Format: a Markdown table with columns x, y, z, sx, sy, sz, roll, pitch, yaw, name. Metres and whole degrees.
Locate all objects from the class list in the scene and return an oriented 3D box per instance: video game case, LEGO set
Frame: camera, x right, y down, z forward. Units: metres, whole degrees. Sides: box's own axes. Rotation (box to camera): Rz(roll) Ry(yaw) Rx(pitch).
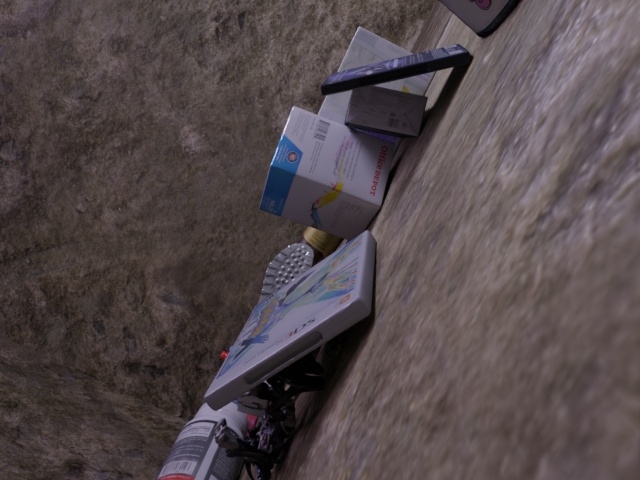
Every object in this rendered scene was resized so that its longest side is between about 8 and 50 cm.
| x | y | z | sx | sy | sz | roll | pitch | yaw | name |
| --- | --- | --- | --- | --- | --- | --- | --- | --- | --- |
| -0.035 | 0.120 | 0.884 | 0.299 | 0.036 | 0.329 | -35 | 10 | 16 | video game case |
| 0.147 | -0.343 | 1.011 | 0.196 | 0.274 | 0.026 | -70 | -33 | -63 | video game case |
| 0.021 | 0.175 | 0.860 | 0.083 | 0.023 | 0.054 | 120 | 175 | -63 | LEGO set |

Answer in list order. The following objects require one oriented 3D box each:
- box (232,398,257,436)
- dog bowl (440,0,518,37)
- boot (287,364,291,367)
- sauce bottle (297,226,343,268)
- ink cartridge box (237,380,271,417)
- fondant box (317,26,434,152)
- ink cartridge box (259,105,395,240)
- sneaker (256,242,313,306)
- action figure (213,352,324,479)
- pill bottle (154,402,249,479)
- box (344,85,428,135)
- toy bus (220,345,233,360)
| x | y | z | sx | sy | sz | roll | pitch | yaw | name |
| --- | --- | --- | --- | --- | --- | --- | --- | --- | --- |
| -0.303 | 0.615 | 1.839 | 0.300 | 0.142 | 0.154 | 121 | 174 | -63 | box |
| 0.301 | -0.550 | 0.800 | 0.408 | 0.150 | 0.408 | -155 | 90 | -88 | dog bowl |
| -0.094 | 0.338 | 1.455 | 0.118 | 0.042 | 0.087 | -36 | -34 | -86 | boot |
| 0.000 | 0.000 | 1.510 | 0.344 | 0.111 | 0.111 | -54 | 5 | 16 | sauce bottle |
| -0.174 | 0.395 | 1.461 | 0.219 | 0.092 | 0.160 | 103 | -177 | -54 | ink cartridge box |
| 0.138 | -0.375 | 1.406 | 0.096 | 0.238 | 0.331 | -80 | 16 | -76 | fondant box |
| 0.015 | -0.157 | 1.257 | 0.197 | 0.269 | 0.198 | 118 | 170 | -60 | ink cartridge box |
| -0.084 | 0.116 | 1.140 | 0.235 | 0.090 | 0.095 | -62 | -15 | -12 | sneaker |
| -0.101 | 0.299 | 0.875 | 0.276 | 0.140 | 0.164 | -61 | 10 | 23 | action figure |
| -0.330 | 0.638 | 1.444 | 0.210 | 0.210 | 0.363 | -63 | 2 | 22 | pill bottle |
| 0.146 | -0.306 | 1.223 | 0.290 | 0.169 | 0.087 | -73 | -6 | -80 | box |
| -0.257 | 0.444 | 1.841 | 0.220 | 0.211 | 0.150 | 119 | 174 | -76 | toy bus |
